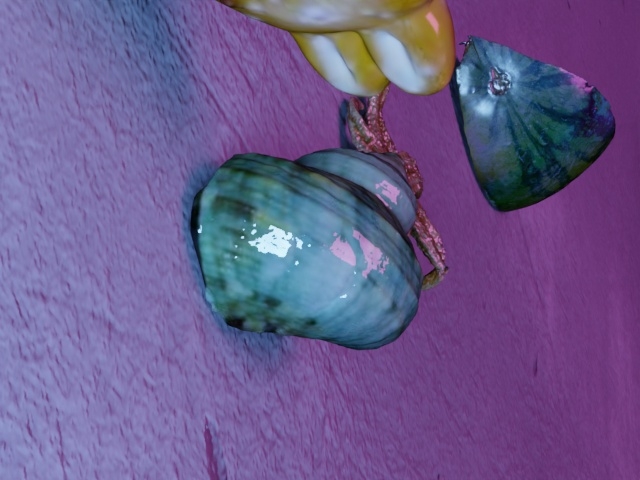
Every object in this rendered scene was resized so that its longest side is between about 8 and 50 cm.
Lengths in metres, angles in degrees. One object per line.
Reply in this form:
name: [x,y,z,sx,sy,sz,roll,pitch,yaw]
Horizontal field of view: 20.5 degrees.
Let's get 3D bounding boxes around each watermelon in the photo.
watermelon: [0.240,-0.123,1.908,0.231,0.146,0.128,53,33,-57]

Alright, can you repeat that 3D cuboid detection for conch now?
conch: [0.001,0.000,1.223,0.176,0.122,0.188,51,22,-9]

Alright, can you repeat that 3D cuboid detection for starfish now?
starfish: [0.068,-0.059,1.537,0.150,0.053,0.209,29,52,-71]

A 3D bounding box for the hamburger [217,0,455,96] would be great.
hamburger: [-0.011,-0.230,1.080,0.302,0.261,0.186,55,49,-48]
